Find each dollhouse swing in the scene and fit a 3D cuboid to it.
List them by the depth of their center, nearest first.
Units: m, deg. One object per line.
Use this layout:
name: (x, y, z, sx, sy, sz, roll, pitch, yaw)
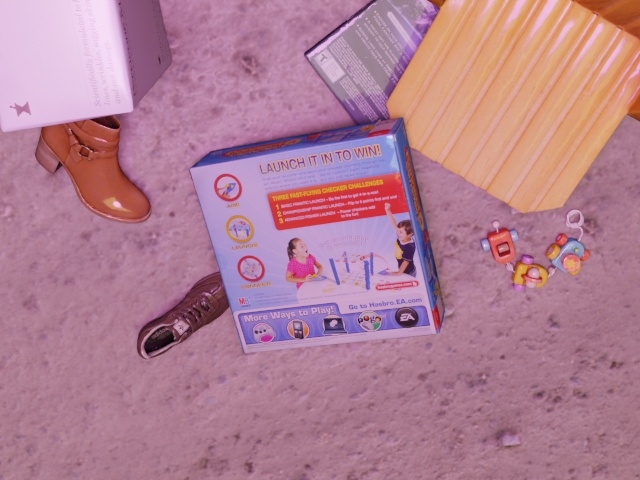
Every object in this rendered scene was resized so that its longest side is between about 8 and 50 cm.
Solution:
dollhouse swing: (0.264, -0.205, 1.229, 0.346, 0.315, 0.305, 31, 99, 1)

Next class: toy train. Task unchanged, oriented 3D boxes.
toy train: (0.340, 0.018, 1.492, 0.166, 0.046, 0.125, -15, 110, 2)

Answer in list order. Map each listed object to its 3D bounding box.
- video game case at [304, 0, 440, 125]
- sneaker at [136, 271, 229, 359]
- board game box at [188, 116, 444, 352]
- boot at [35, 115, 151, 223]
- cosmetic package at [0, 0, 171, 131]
video game case: (0.143, -0.275, 1.386, 0.274, 0.026, 0.196, -37, 108, 8)
sneaker: (-0.202, 0.124, 1.477, 0.188, 0.071, 0.066, -38, 108, 10)
board game box: (0.000, 0.000, 1.391, 0.308, 0.086, 0.302, -7, 110, 18)
boot: (-0.304, -0.116, 1.351, 0.197, 0.073, 0.152, 33, 136, -11)
cosmetic package: (-0.289, -0.280, 1.162, 0.156, 0.385, 0.217, -8, 110, -1)
